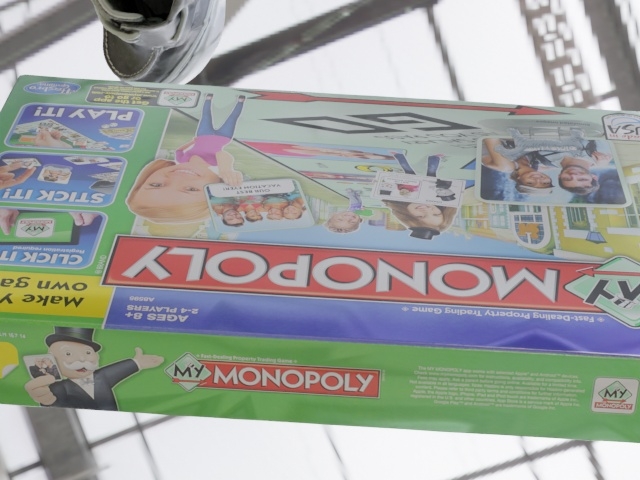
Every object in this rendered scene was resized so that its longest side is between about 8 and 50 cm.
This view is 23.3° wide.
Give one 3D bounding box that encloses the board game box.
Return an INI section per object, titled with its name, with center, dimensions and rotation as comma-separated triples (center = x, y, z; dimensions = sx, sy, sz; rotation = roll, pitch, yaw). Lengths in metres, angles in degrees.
[board game box]
center = 0.000, 0.000, 0.683
dimensions = 0.317, 0.213, 0.046
rotation = 3, -59, 2

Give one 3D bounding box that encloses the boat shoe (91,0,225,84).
[boat shoe]
center = -0.147, -0.227, 1.323
dimensions = 0.121, 0.119, 0.335
rotation = 49, -33, 12
